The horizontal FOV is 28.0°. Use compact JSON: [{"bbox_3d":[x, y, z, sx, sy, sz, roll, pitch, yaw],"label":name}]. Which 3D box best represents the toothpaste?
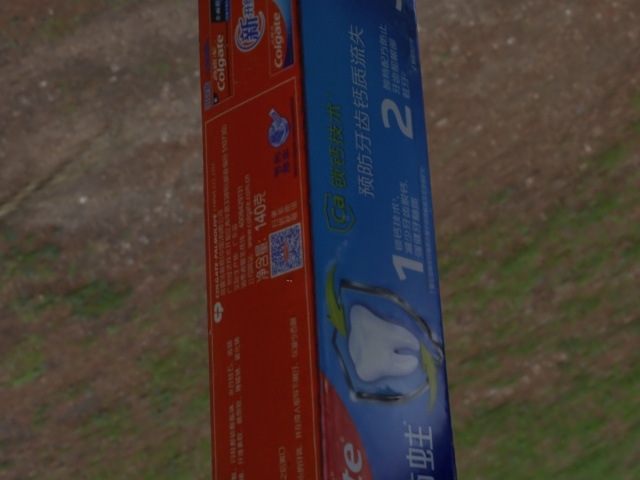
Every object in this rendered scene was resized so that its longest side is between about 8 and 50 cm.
[{"bbox_3d":[0.001,0.000,0.506,0.076,0.320,0.066,15,155,-43],"label":"toothpaste"}]
